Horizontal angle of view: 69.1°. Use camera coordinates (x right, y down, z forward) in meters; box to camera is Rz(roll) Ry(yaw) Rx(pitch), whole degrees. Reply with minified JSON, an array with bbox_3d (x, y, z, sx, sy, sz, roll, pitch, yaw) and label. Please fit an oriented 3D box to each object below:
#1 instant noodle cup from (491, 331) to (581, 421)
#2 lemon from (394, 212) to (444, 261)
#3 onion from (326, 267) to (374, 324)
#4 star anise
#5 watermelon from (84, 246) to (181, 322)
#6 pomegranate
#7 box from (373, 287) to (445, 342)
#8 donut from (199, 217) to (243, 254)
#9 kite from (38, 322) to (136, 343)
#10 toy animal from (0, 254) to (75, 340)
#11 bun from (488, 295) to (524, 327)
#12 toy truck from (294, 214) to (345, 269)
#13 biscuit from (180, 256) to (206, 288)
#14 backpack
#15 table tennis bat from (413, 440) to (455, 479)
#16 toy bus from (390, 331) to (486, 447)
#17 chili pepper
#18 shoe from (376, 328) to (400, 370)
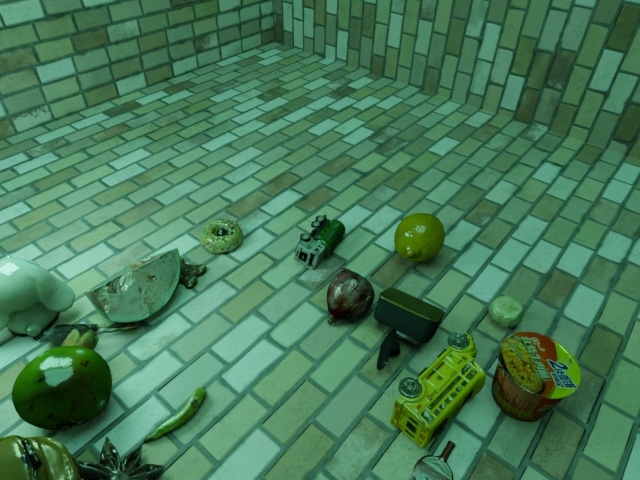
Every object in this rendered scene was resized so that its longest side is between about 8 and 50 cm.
[{"bbox_3d":[0.581,0.389,1.298,0.214,0.174,0.213,2,41,-2],"label":"instant noodle cup"},{"bbox_3d":[0.371,-0.014,1.739,0.187,0.186,0.244,18,41,18],"label":"lemon"},{"bbox_3d":[0.086,0.197,1.535,0.160,0.159,0.194,29,76,28],"label":"onion"},{"bbox_3d":[-0.461,0.581,1.099,0.263,0.081,0.230,26,12,-5],"label":"star anise"},{"bbox_3d":[-0.598,0.140,1.543,0.224,0.180,0.305,39,50,20],"label":"watermelon"},{"bbox_3d":[-0.684,0.362,1.263,0.236,0.235,0.301,-6,43,-8],"label":"pomegranate"},{"bbox_3d":[0.280,0.238,1.487,0.201,0.090,0.145,24,15,22],"label":"box"},{"bbox_3d":[-0.388,-0.023,1.816,0.175,0.068,0.174,0,41,0],"label":"donut"},{"bbox_3d":[-0.715,0.281,1.461,0.286,0.015,0.152,-6,12,-7],"label":"kite"},{"bbox_3d":[-0.931,0.184,1.437,0.249,0.289,0.174,-38,54,-10],"label":"toy animal"},{"bbox_3d":[0.617,0.240,1.545,0.115,0.069,0.115,2,41,-2],"label":"bun"},{"bbox_3d":[0.000,0.000,1.781,0.125,0.101,0.242,28,44,11],"label":"toy truck"},{"bbox_3d":[-0.530,0.110,1.692,0.205,0.031,0.138,13,43,15],"label":"biscuit"},{"bbox_3d":[-0.692,0.585,0.964,0.354,0.201,0.378,32,79,30],"label":"backpack"},{"bbox_3d":[0.302,0.581,1.193,0.098,0.019,0.155,28,51,27],"label":"table tennis bat"},{"bbox_3d":[0.344,0.405,1.296,0.330,0.144,0.152,-32,51,-30],"label":"toy bus"},{"bbox_3d":[-0.384,0.478,1.271,0.049,0.043,0.208,37,52,17],"label":"chili pepper"},{"bbox_3d":[0.215,0.344,1.430,0.053,0.062,0.159,36,40,-2],"label":"shoe"}]
